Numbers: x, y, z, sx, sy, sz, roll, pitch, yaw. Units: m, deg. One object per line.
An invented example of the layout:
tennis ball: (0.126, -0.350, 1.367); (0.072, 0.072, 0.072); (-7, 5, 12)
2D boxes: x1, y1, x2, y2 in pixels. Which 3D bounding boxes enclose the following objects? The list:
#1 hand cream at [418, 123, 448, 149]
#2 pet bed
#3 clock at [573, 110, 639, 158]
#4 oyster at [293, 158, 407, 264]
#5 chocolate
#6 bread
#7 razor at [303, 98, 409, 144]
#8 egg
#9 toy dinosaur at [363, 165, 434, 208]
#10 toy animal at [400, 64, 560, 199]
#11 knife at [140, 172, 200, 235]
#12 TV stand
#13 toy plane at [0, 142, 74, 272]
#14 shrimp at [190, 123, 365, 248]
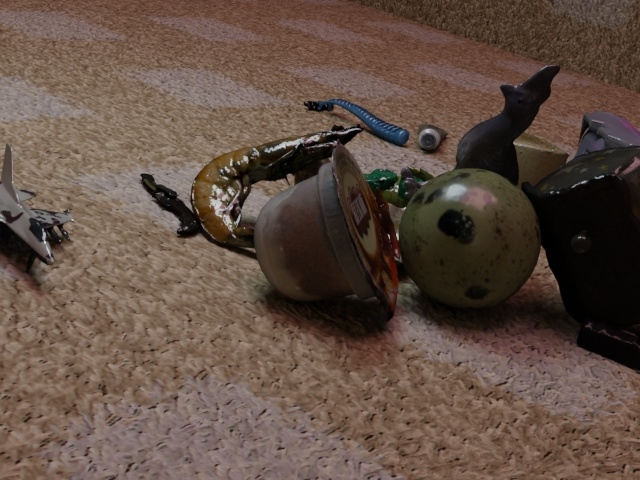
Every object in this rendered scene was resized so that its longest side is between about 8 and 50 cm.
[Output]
hand cream: (0.222, -0.214, 2.180); (0.067, 0.042, 0.194); (13, 15, 6)
pet bed: (0.362, 0.002, 1.375); (0.159, 0.211, 0.183); (-31, 15, -29)
clock: (0.468, -0.104, 1.811); (0.083, 0.186, 0.253); (13, 19, -5)
oyster: (0.046, -0.033, 1.511); (0.233, 0.107, 0.161); (42, 22, 23)
chocolate: (0.001, 0.006, 1.282); (0.147, 0.221, 0.221); (-23, 11, 18)
bread: (0.321, -0.107, 1.792); (0.148, 0.141, 0.134); (25, 24, 30)
razor: (0.079, -0.247, 2.180); (0.082, 0.042, 0.253); (-6, 27, -45)
egg: (0.191, -0.001, 1.374); (0.177, 0.177, 0.228); (18, 0, 15)
toy dinosaur: (0.091, -0.070, 1.638); (0.259, 0.094, 0.153); (10, 17, 16)
toy animal: (0.211, -0.080, 1.483); (0.206, 0.367, 0.081); (-8, 49, -2)
knife: (-0.205, -0.055, 1.500); (0.045, 0.021, 0.222); (0, 24, -25)
TV stand: (0.429, 0.153, 1.295); (0.249, 0.036, 0.042); (22, 23, 26)
toy plane: (-0.348, -0.018, 1.246); (0.160, 0.082, 0.234); (11, 32, -37)
shrimp: (-0.041, -0.066, 1.447); (0.262, 0.051, 0.198); (-19, 51, -6)
